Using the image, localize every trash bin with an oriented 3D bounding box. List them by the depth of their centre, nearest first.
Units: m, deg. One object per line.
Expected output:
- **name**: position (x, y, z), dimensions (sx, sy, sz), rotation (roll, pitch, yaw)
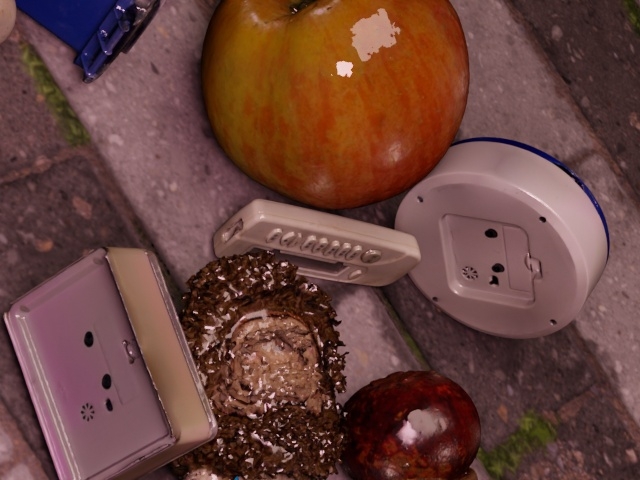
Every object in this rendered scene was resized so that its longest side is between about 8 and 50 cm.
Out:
- **trash bin**: position (-0.268, -0.297, 1.765), dimensions (0.234, 0.162, 0.184), rotation (31, 48, -14)

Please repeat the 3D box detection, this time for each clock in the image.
- **clock**: position (-0.193, 0.118, 1.575), dimensions (0.071, 0.147, 0.192), rotation (0, 64, -55)
- **clock**: position (0.197, 0.001, 1.904), dimensions (0.230, 0.230, 0.083), rotation (43, 47, -10)

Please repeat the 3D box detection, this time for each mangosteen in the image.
- **mangosteen**: position (0.102, 0.219, 1.755), dimensions (0.156, 0.146, 0.181), rotation (-18, 77, -47)

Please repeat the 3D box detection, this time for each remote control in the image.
- **remote control**: position (0.000, 0.001, 1.843), dimensions (0.230, 0.090, 0.049), rotation (11, 57, -36)

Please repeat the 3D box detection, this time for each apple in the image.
- **apple**: position (0.021, -0.186, 1.826), dimensions (0.302, 0.301, 0.301), rotation (20, 54, -29)

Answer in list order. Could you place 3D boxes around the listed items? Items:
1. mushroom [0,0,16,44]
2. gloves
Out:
- **mushroom**: position (-0.347, -0.230, 1.723), dimensions (0.085, 0.085, 0.079), rotation (13, 22, -33)
- **gloves**: position (-0.071, 0.165, 1.650), dimensions (0.210, 0.135, 0.312), rotation (12, 75, -13)
